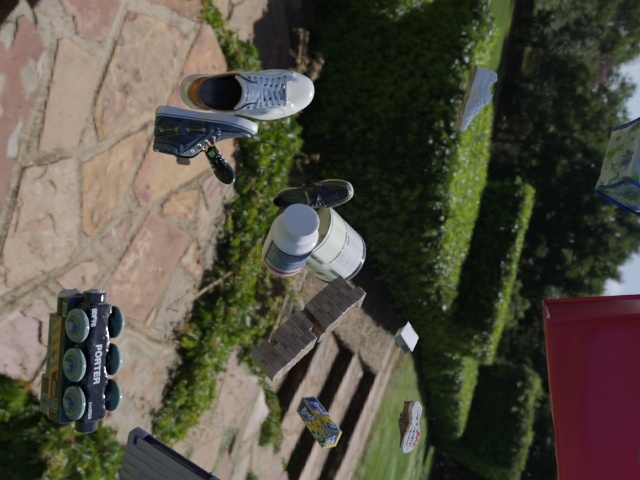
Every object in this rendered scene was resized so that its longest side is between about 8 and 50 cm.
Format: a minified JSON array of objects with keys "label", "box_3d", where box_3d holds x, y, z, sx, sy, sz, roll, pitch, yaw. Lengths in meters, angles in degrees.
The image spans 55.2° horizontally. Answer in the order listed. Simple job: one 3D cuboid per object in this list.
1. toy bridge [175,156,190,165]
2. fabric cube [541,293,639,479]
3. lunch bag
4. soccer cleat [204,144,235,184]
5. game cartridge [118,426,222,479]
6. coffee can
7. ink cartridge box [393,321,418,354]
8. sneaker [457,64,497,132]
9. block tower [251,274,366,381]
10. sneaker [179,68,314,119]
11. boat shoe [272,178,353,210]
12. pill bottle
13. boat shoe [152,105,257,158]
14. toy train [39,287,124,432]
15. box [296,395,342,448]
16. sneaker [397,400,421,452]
[{"label":"toy bridge","box_3d":[-0.372,-0.248,1.686,0.188,0.063,0.026,-82,177,-65]},{"label":"fabric cube","box_3d":[0.483,0.222,0.936,0.259,0.254,0.258,-3,89,-70]},{"label":"lunch bag","box_3d":[0.535,-0.106,0.973,0.129,0.151,0.096,-66,-166,-15]},{"label":"soccer cleat","box_3d":[-0.335,-0.254,1.976,0.060,0.179,0.072,-34,158,0]},{"label":"game cartridge","box_3d":[-0.463,0.756,1.890,0.068,0.355,0.230,-29,139,-59]},{"label":"coffee can","box_3d":[0.000,0.000,1.913,0.275,0.201,0.201,41,61,-56]},{"label":"ink cartridge box","box_3d":[0.260,0.294,1.852,0.063,0.029,0.115,57,22,0]},{"label":"sneaker","box_3d":[0.343,-0.304,1.343,0.054,0.061,0.152,-91,-168,-53]},{"label":"block tower","box_3d":[-0.031,0.229,1.629,0.335,0.097,0.091,-38,164,-22]},{"label":"sneaker","box_3d":[-0.134,-0.297,1.265,0.123,0.290,0.106,-148,-127,-60]},{"label":"boat shoe","box_3d":[-0.024,-0.115,1.662,0.073,0.223,0.080,-49,131,-66]},{"label":"pill bottle","box_3d":[-0.064,-0.002,1.368,0.180,0.108,0.108,120,-7,-59]},{"label":"boat shoe","box_3d":[-0.208,-0.185,1.101,0.065,0.183,0.083,152,-55,-83]},{"label":"toy train","box_3d":[-0.565,0.274,1.430,0.142,0.190,0.334,0,94,-55]},{"label":"box","box_3d":[-0.007,0.554,1.876,0.054,0.169,0.059,6,114,-37]},{"label":"sneaker","box_3d":[0.266,0.568,1.874,0.061,0.065,0.158,23,77,-33]}]
